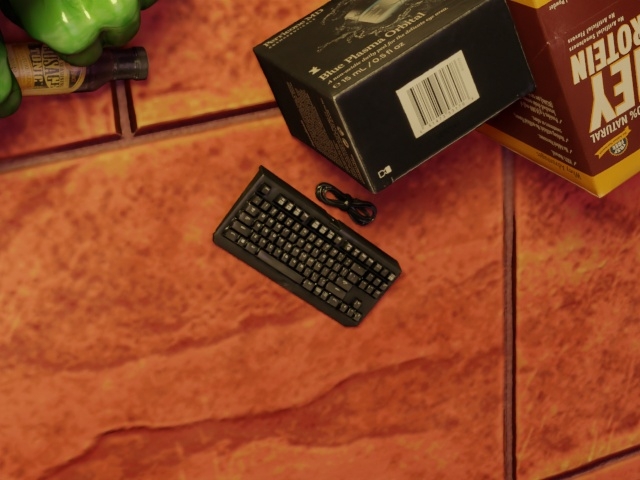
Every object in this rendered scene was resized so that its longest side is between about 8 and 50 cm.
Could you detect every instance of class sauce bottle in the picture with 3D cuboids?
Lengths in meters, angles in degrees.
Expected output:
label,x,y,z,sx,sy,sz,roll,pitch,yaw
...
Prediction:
label,x,y,z,sx,sy,sz,roll,pitch,yaw
sauce bottle,-0.193,-0.130,0.858,0.128,0.042,0.042,-10,115,-24

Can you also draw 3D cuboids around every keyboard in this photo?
label,x,y,z,sx,sy,sz,roll,pitch,yaw
keyboard,0.000,0.000,1.020,0.180,0.023,0.108,34,93,-34

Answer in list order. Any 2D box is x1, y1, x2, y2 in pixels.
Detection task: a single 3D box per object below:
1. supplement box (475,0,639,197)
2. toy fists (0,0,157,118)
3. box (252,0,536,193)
label,x,y,z,sx,sy,sz,roll,pitch,yaw
supplement box,0.197,-0.173,0.943,0.129,0.191,0.194,-33,122,-10
toy fists,-0.221,-0.157,0.777,0.279,0.096,0.142,-35,81,-9
box,0.054,-0.136,0.907,0.156,0.158,0.093,-33,122,-11
